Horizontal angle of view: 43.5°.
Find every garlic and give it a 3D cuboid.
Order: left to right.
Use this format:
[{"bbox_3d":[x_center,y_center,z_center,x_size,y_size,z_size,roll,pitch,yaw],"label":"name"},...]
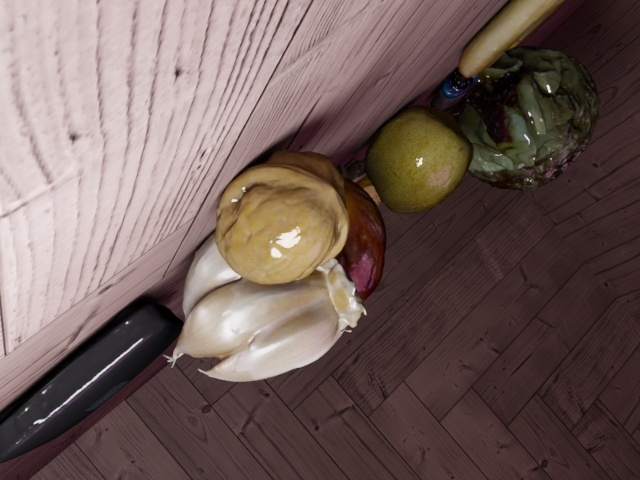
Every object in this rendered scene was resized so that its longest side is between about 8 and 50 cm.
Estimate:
[{"bbox_3d":[-0.087,0.078,1.135,0.291,0.238,0.210,-8,167,0],"label":"garlic"}]

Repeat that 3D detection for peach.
[{"bbox_3d":[0.101,-0.118,1.920,0.151,0.118,0.151,-31,148,-23],"label":"peach"}]

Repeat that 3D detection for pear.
[{"bbox_3d":[0.186,-0.154,1.570,0.211,0.188,0.228,-50,175,22],"label":"pear"}]

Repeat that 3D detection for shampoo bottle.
[{"bbox_3d":[0.289,-0.329,1.727,0.087,0.050,0.183,-38,178,-6],"label":"shampoo bottle"}]

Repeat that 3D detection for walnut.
[{"bbox_3d":[-0.041,-0.022,0.901,0.166,0.149,0.167,-38,-154,23],"label":"walnut"}]

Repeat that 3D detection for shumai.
[{"bbox_3d":[0.472,-0.282,1.923,0.395,0.395,0.348,-42,180,23],"label":"shumai"}]

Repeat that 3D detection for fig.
[{"bbox_3d":[0.004,0.005,1.342,0.224,0.224,0.263,-39,171,-42],"label":"fig"}]

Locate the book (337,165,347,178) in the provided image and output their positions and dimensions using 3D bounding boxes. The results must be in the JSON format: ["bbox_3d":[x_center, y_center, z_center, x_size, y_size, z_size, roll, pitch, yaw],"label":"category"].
[{"bbox_3d":[-0.051,0.011,1.602,0.310,0.021,0.217,-42,-150,29],"label":"book"}]

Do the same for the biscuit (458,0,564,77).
[{"bbox_3d":[0.376,-0.411,1.395,0.237,0.062,0.290,-40,178,-39],"label":"biscuit"}]

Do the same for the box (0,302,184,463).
[{"bbox_3d":[-0.335,0.201,1.183,0.290,0.073,0.289,-40,177,-7],"label":"box"}]

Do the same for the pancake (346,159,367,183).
[{"bbox_3d":[-0.009,-0.065,1.822,0.197,0.054,0.376,-40,179,-38],"label":"pancake"}]
